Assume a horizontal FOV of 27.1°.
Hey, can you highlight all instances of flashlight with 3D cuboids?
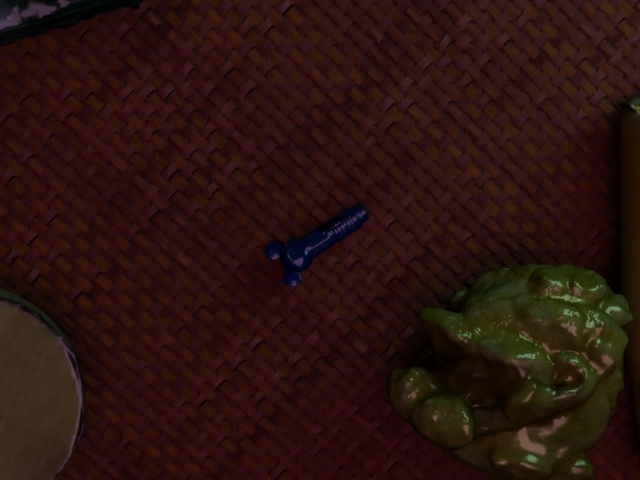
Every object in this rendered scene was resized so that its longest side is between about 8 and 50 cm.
[{"bbox_3d":[0.000,0.000,1.481,0.121,0.035,0.057,-33,78,-5],"label":"flashlight"}]

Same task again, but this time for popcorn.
[{"bbox_3d":[0.220,0.137,1.447,0.250,0.235,0.242,-58,144,-5],"label":"popcorn"}]

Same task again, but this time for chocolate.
[{"bbox_3d":[0.418,0.057,1.489,0.162,0.162,0.445,-4,103,-7],"label":"chocolate"}]

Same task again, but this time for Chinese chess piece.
[{"bbox_3d":[-0.375,0.172,1.387,0.257,0.104,0.257,1,88,-27],"label":"Chinese chess piece"}]

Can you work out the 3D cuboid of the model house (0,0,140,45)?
[{"bbox_3d":[-0.319,-0.356,1.279,0.294,0.252,0.329,-18,96,-4],"label":"model house"}]
